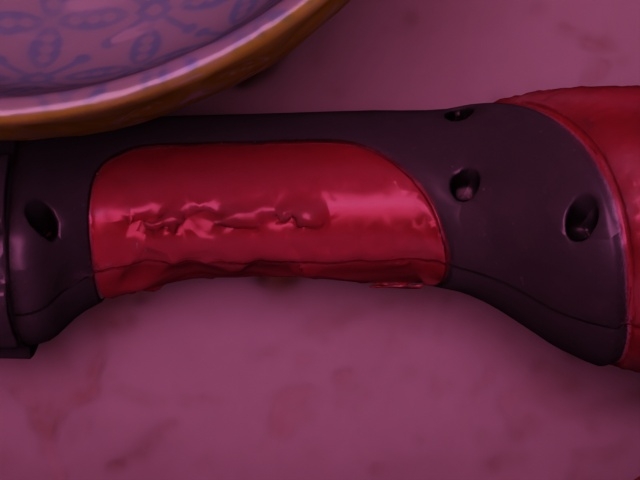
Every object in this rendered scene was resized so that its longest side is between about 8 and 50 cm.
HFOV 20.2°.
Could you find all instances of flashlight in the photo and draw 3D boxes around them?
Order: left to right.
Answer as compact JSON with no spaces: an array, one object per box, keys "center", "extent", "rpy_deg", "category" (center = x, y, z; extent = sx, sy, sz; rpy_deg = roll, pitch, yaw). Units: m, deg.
[{"center":[0.000,0.000,0.577],"extent":[0.304,0.103,0.103],"rpy_deg":[-2,83,1],"category":"flashlight"}]

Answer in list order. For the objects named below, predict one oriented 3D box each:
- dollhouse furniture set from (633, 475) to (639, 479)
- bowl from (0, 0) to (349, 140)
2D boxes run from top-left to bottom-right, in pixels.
[{"center":[0.036,0.152,0.343],"extent":[0.374,0.201,0.152],"rpy_deg":[-33,77,-1],"category":"dollhouse furniture set"},{"center":[-0.089,-0.157,0.576],"extent":[0.289,0.156,0.289],"rpy_deg":[-1,79,3],"category":"bowl"}]
